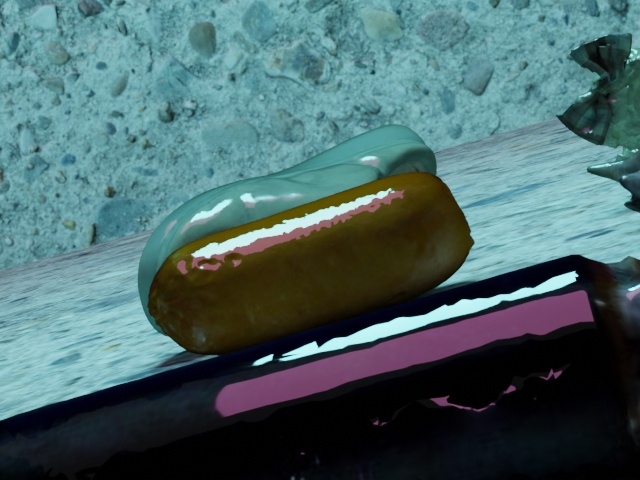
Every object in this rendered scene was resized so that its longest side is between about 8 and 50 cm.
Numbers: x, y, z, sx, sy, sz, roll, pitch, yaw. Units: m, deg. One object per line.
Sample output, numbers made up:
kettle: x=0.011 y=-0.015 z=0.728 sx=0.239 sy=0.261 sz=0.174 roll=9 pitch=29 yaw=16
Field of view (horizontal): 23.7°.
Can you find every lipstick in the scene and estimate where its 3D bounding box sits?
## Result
lipstick: x=0.121 y=0.027 z=0.351 sx=0.418 sy=0.077 sz=0.077 roll=-14 pitch=5 yaw=9

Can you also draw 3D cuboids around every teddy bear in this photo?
teddy bear: x=0.264 y=-0.090 z=1.097 sx=0.213 sy=0.111 sz=0.133 roll=-7 pitch=-46 yaw=-50

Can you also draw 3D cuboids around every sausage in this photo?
sausage: x=-0.006 y=0.015 z=0.902 sx=0.198 sy=0.076 sz=0.076 roll=-17 pitch=5 yaw=-15

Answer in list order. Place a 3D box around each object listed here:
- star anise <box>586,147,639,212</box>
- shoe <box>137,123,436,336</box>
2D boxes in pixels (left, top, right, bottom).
star anise: x=0.259 y=-0.054 z=0.907 sx=0.204 sy=0.061 sz=0.181 roll=-23 pitch=13 yaw=-35
shoe: x=0.000 y=0.000 z=0.993 sx=0.251 sy=0.103 sz=0.100 roll=-29 pitch=37 yaw=-35
